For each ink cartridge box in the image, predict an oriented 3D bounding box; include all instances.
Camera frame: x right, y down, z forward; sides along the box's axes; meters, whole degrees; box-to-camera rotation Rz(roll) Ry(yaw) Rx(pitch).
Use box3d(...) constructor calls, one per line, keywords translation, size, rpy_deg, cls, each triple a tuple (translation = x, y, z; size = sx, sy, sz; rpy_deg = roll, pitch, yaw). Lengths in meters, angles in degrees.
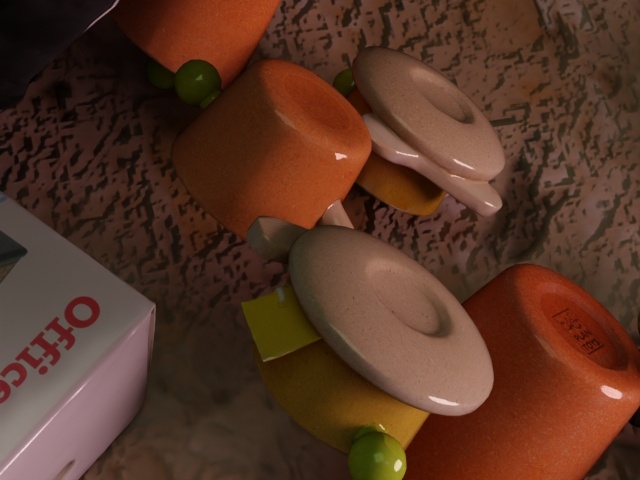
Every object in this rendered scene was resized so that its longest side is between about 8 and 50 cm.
box3d(translation=(-0.194, 0.037, 0.612), size=(0.212, 0.093, 0.154), rpy_deg=(37, 62, 10), cls="ink cartridge box")

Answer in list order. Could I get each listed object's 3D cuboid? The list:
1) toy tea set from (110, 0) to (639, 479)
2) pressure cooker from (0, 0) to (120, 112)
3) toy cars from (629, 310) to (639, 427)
box3d(translation=(0.000, 0.000, 0.654), size=(0.200, 0.124, 0.336), rpy_deg=(19, 32, -36), cls="toy tea set")
box3d(translation=(-0.204, -0.300, 0.576), size=(0.420, 0.375, 0.370), rpy_deg=(34, 15, -21), cls="pressure cooker")
box3d(translation=(0.252, 0.016, 0.664), size=(0.176, 0.087, 0.393), rpy_deg=(29, 56, 24), cls="toy cars")
